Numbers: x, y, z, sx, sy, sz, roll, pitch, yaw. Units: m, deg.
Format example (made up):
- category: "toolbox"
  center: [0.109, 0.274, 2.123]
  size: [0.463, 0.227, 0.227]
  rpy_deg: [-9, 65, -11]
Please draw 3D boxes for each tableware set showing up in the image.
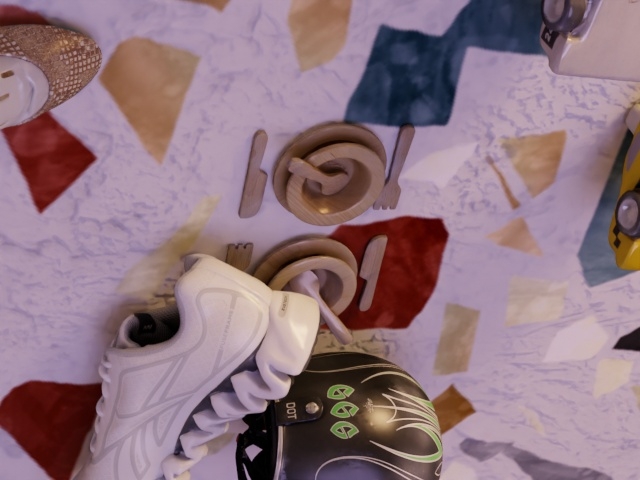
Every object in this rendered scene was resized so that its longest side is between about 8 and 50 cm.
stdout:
- category: "tableware set"
  center: [0.000, 0.000, 1.098]
  size: [0.128, 0.039, 0.194]
  rpy_deg: [-4, 133, -20]

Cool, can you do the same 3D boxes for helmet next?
- category: "helmet"
  center: [0.019, 0.168, 1.182]
  size: [0.161, 0.169, 0.169]
  rpy_deg: [5, 129, -21]

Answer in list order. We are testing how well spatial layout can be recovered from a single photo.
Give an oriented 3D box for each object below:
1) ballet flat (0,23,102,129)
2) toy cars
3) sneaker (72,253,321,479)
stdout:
- category: "ballet flat"
  center: [-0.230, -0.087, 0.896]
  size: [0.206, 0.067, 0.073]
  rpy_deg: [-8, 133, -16]
- category: "toy cars"
  center: [0.238, -0.137, 1.043]
  size: [0.176, 0.087, 0.394]
  rpy_deg: [-30, 133, -1]
- category: "sneaker"
  center: [-0.126, 0.119, 1.128]
  size: [0.118, 0.110, 0.292]
  rpy_deg: [33, 119, -18]
